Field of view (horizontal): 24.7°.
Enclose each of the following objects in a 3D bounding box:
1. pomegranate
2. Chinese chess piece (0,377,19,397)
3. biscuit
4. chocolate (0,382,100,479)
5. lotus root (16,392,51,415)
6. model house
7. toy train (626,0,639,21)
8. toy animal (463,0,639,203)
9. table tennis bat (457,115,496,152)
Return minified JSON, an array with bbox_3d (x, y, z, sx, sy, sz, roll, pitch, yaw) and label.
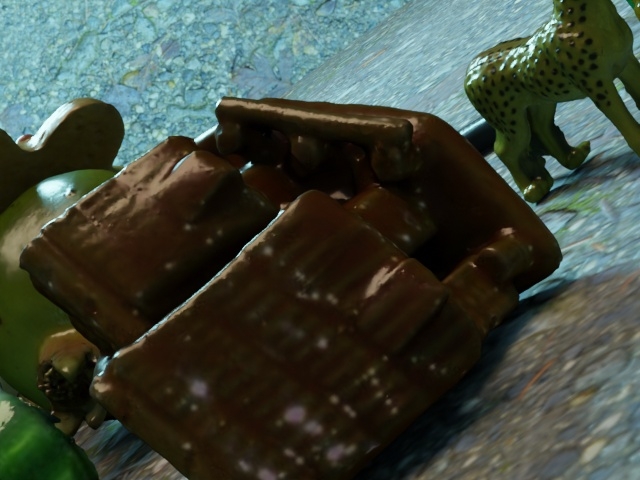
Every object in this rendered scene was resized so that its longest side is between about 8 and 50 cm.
[{"bbox_3d":[-0.163,0.046,1.098,0.198,0.198,0.246,-37,9,-5],"label":"pomegranate"},{"bbox_3d":[-0.364,0.039,1.411,0.140,0.338,0.338,-56,11,-3],"label":"Chinese chess piece"},{"bbox_3d":[-0.216,-0.023,1.213,0.047,0.339,0.216,44,113,46],"label":"biscuit"},{"bbox_3d":[-0.280,0.224,0.939,0.291,0.110,0.110,-44,12,-28],"label":"chocolate"},{"bbox_3d":[-0.247,0.152,1.291,0.049,0.054,0.099,-15,11,0],"label":"lotus root"},{"bbox_3d":[-0.034,0.030,0.749,0.219,0.199,0.229,-44,-1,37],"label":"model house"},{"bbox_3d":[0.344,-0.300,1.093,0.429,0.178,0.249,-36,-1,-1],"label":"toy train"},{"bbox_3d":[0.141,-0.102,0.907,0.073,0.136,0.181,-41,10,-28],"label":"toy animal"},{"bbox_3d":[0.076,-0.053,1.246,0.236,0.027,0.150,-31,10,41],"label":"table tennis bat"}]
